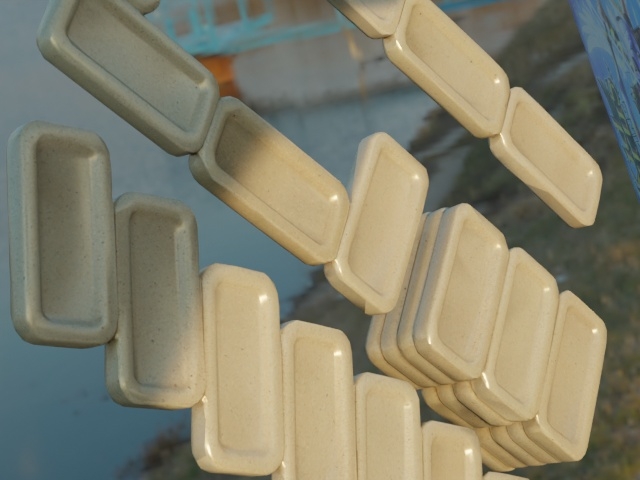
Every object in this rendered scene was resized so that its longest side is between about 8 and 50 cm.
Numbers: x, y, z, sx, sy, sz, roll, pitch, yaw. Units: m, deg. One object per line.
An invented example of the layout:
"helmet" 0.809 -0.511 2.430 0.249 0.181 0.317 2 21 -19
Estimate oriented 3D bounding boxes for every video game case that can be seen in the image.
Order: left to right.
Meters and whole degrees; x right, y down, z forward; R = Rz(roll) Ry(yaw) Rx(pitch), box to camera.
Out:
"video game case" 0.240 -0.126 1.103 0.061 0.269 0.244 -20 2 0

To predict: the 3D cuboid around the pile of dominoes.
"pile of dominoes" 0.000 0.000 0.505 0.040 0.251 0.196 -17 45 43
